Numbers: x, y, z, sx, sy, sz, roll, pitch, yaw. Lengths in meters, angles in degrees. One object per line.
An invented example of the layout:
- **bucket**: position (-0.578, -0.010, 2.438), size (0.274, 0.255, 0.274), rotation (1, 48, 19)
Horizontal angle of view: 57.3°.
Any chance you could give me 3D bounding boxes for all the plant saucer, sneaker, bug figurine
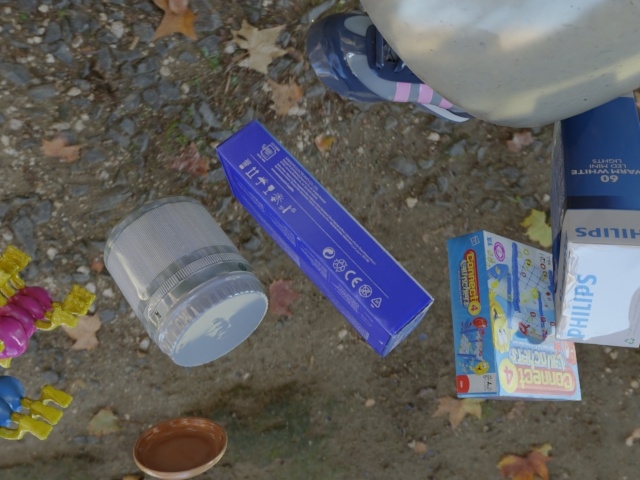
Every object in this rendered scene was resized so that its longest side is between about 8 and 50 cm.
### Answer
- **plant saucer**: position (-0.303, 0.456, 1.277), size (0.200, 0.200, 0.037), rotation (0, 107, -1)
- **sneaker**: position (0.135, -0.225, 0.724), size (0.319, 0.131, 0.112), rotation (0, 86, -38)
- **bug figurine**: position (-0.307, 0.052, 0.436), size (0.279, 0.216, 0.072), rotation (36, 113, -8)

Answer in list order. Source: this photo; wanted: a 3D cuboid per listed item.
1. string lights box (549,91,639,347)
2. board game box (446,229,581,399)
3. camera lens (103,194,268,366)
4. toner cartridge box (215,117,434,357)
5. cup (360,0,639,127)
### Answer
- **string lights box**: position (0.278, -0.037, 0.594), size (0.077, 0.259, 0.133), rotation (3, 134, 17)
- **board game box**: position (0.387, 0.160, 1.161), size (0.308, 0.301, 0.086), rotation (14, 158, -39)
- **camera lens**: position (-0.253, 0.067, 1.092), size (0.219, 0.219, 0.274), rotation (-50, 63, 16)
- **toner cartridge box**: position (0.000, 0.000, 0.822), size (0.075, 0.165, 0.348), rotation (-40, 75, -11)
- **cup**: position (0.192, -0.250, 0.321), size (0.331, 0.237, 0.330), rotation (2, 87, -33)
